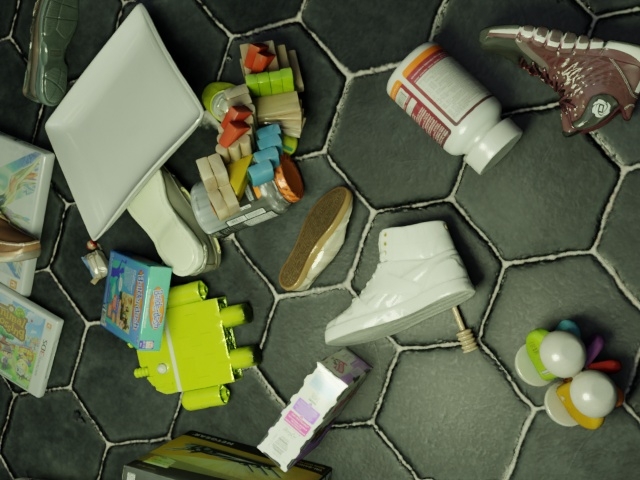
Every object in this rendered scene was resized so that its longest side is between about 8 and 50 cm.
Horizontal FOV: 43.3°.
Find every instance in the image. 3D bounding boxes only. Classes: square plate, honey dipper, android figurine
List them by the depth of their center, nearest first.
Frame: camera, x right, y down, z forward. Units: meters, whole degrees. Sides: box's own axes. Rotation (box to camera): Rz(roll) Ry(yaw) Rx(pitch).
[{"bbox_3d":[0.235,0.119,1.422,0.031,0.030,0.160,-25,80,19],"label":"honey dipper"},{"bbox_3d":[-0.381,-0.229,1.562,0.347,0.049,0.344,-45,57,21],"label":"square plate"},{"bbox_3d":[-0.254,0.207,1.584,0.273,0.056,0.248,-12,88,18],"label":"android figurine"}]

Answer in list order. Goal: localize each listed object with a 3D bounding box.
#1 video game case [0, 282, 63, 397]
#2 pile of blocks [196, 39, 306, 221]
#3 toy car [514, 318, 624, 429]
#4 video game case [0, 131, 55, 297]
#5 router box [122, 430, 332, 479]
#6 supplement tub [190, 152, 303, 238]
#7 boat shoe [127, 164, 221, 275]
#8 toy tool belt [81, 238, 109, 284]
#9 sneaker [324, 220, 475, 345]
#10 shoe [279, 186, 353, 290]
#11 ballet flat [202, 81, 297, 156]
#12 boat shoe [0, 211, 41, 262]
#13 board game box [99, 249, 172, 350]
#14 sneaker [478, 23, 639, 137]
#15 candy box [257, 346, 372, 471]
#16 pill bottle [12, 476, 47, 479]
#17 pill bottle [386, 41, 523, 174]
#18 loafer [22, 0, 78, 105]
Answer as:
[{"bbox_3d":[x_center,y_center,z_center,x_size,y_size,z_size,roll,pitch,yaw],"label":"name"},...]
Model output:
[{"bbox_3d":[-0.657,0.207,1.724,0.213,0.023,0.193,26,110,16],"label":"video game case"},{"bbox_3d":[-0.111,-0.211,1.404,0.149,0.112,0.362,11,68,7],"label":"pile of blocks"},{"bbox_3d":[0.418,0.208,1.311,0.136,0.159,0.182,-33,79,-17],"label":"toy car"},{"bbox_3d":[-0.720,-0.077,1.723,0.300,0.036,0.328,22,108,18],"label":"video game case"},{"bbox_3d":[-0.164,0.445,1.459,0.309,0.243,0.080,9,95,18],"label":"router box"},{"bbox_3d":[-0.135,-0.086,1.498,0.191,0.117,0.116,-21,85,19],"label":"supplement tub"},{"bbox_3d":[-0.295,-0.060,1.567,0.109,0.091,0.305,-44,67,26],"label":"boat shoe"},{"bbox_3d":[-0.468,0.045,1.656,0.051,0.052,0.083,-35,80,9],"label":"toy tool belt"},{"bbox_3d":[0.119,0.071,1.433,0.293,0.108,0.169,-27,66,25],"label":"sneaker"},{"bbox_3d":[0.000,0.000,1.491,0.076,0.058,0.219,40,101,46],"label":"shoe"},{"bbox_3d":[-0.142,-0.234,1.517,0.231,0.077,0.077,36,104,15],"label":"ballet flat"},{"bbox_3d":[-0.712,-0.034,1.645,0.325,0.123,0.116,15,104,18],"label":"boat shoe"},{"bbox_3d":[-0.361,0.112,1.562,0.210,0.047,0.160,15,97,55],"label":"board game box"},{"bbox_3d":[0.384,-0.256,1.318,0.282,0.106,0.162,14,99,18],"label":"sneaker"},{"bbox_3d":[-0.006,0.296,1.439,0.070,0.165,0.196,37,103,14],"label":"candy box"},{"bbox_3d":[-0.499,0.577,1.621,0.302,0.169,0.169,1,92,20],"label":"pill bottle"},{"bbox_3d":[0.227,-0.222,1.363,0.221,0.121,0.121,47,105,12],"label":"pill bottle"},{"bbox_3d":[-0.568,-0.415,1.657,0.084,0.096,0.267,14,98,25],"label":"loafer"}]
